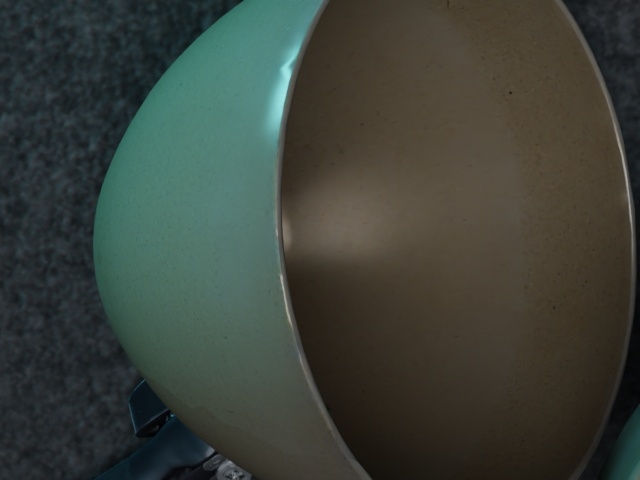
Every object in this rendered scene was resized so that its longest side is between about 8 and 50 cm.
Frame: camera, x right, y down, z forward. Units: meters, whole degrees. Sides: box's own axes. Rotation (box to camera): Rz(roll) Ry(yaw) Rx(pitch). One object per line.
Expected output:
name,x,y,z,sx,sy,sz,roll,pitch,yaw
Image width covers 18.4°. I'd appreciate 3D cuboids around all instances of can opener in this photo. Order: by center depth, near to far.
can opener,-0.100,0.135,1.104,0.186,0.073,0.059,-42,140,16

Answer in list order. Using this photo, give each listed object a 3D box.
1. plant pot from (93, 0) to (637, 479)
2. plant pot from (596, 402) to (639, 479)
plant pot,0.000,0.000,0.967,0.191,0.284,0.284,-4,110,39
plant pot,0.276,0.133,0.967,0.323,0.280,0.323,1,106,2
